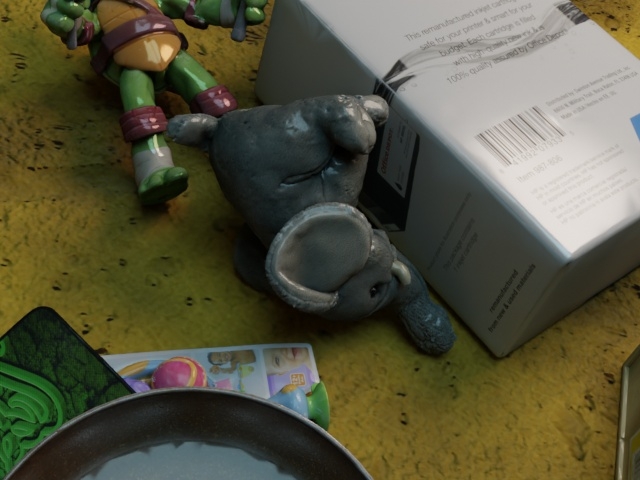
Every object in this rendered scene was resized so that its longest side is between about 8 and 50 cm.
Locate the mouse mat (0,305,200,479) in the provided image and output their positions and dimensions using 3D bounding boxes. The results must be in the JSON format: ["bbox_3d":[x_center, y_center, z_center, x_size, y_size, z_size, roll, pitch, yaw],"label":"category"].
[{"bbox_3d":[-0.203,0.156,0.757,0.190,0.007,0.152,40,74,18],"label":"mouse mat"}]

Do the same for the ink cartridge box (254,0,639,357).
[{"bbox_3d":[0.166,-0.123,1.026,0.285,0.166,0.395,-26,64,-33],"label":"ink cartridge box"}]

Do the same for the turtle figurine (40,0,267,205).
[{"bbox_3d":[-0.142,-0.188,0.940,0.198,0.275,0.266,-11,75,-58],"label":"turtle figurine"}]

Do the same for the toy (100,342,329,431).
[{"bbox_3d":[-0.106,0.135,0.807,0.237,0.056,0.136,0,51,-17],"label":"toy"}]

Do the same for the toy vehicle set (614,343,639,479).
[{"bbox_3d":[0.292,0.167,0.829,0.035,0.166,0.266,20,49,-1],"label":"toy vehicle set"}]

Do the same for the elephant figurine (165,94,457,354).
[{"bbox_3d":[0.000,0.000,0.882,0.186,0.239,0.169,-6,3,21],"label":"elephant figurine"}]

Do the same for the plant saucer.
[{"bbox_3d":[-0.087,0.254,0.682,0.311,0.050,0.310,4,65,-8],"label":"plant saucer"}]
